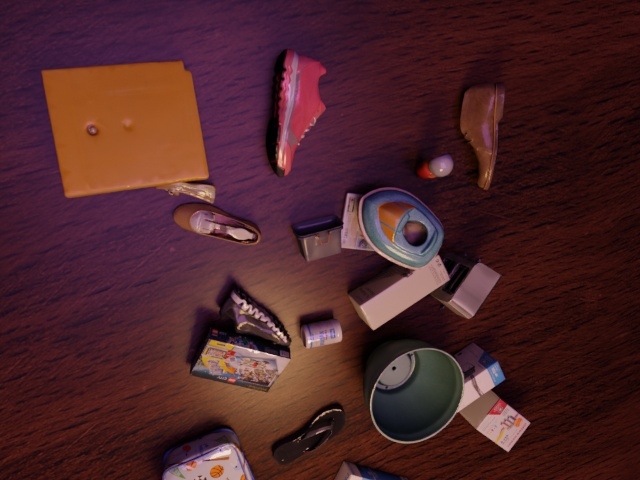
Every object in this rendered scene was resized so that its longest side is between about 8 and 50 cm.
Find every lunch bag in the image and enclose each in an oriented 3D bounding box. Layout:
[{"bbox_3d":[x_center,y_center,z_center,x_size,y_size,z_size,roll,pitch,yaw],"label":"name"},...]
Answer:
[{"bbox_3d":[-0.303,0.705,1.436,0.243,0.115,0.304,-20,107,-14],"label":"lunch bag"}]

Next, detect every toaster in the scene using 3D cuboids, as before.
[{"bbox_3d":[0.415,0.133,1.492,0.110,0.168,0.186,34,90,-19],"label":"toaster"}]

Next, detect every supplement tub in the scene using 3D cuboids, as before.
[{"bbox_3d":[0.002,0.268,1.445,0.107,0.071,0.071,-9,106,-14],"label":"supplement tub"}]

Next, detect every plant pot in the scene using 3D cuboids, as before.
[{"bbox_3d":[0.248,0.414,1.490,0.292,0.196,0.293,-4,104,-16],"label":"plant pot"}]

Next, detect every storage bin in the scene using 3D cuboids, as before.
[{"bbox_3d":[0.000,0.000,1.372,0.135,0.098,0.091,-16,118,-13],"label":"storage bin"}]

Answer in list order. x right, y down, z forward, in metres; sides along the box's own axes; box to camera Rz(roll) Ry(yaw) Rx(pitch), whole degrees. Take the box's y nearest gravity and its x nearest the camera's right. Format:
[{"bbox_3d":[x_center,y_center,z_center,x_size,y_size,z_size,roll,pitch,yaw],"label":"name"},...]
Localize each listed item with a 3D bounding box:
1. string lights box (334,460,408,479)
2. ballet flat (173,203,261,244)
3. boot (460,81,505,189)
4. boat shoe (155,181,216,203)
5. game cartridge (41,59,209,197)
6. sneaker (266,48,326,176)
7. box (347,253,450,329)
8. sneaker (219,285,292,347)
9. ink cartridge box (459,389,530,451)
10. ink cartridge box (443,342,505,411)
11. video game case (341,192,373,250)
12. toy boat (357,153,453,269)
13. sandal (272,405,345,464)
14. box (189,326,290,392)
[{"bbox_3d":[0.167,0.823,1.628,0.259,0.077,0.133,25,94,-21],"label":"string lights box"},{"bbox_3d":[-0.259,-0.041,1.286,0.232,0.073,0.080,13,98,-20],"label":"ballet flat"},{"bbox_3d":[0.461,-0.298,1.454,0.115,0.112,0.306,2,109,13],"label":"boot"},{"bbox_3d":[-0.339,-0.124,1.252,0.152,0.056,0.048,4,97,-26],"label":"boat shoe"},{"bbox_3d":[-0.444,-0.261,1.163,0.323,0.052,0.286,-10,94,-17],"label":"game cartridge"},{"bbox_3d":[-0.053,-0.311,1.263,0.136,0.116,0.314,4,102,-20],"label":"sneaker"},{"bbox_3d":[0.227,0.135,1.462,0.275,0.113,0.094,-32,110,-9],"label":"box"},{"bbox_3d":[-0.184,0.233,1.379,0.106,0.078,0.234,-44,111,4],"label":"sneaker"},{"bbox_3d":[0.575,0.584,1.671,0.176,0.127,0.128,38,90,-23],"label":"ink cartridge box"},{"bbox_3d":[0.459,0.431,1.590,0.190,0.139,0.082,-30,111,-8],"label":"ink cartridge box"},{"bbox_3d":[0.128,-0.051,1.435,0.143,0.019,0.157,6,100,-19],"label":"video game case"},{"bbox_3d":[0.250,-0.095,1.366,0.267,0.148,0.318,30,83,-11],"label":"toy boat"},{"bbox_3d":[-0.024,0.604,1.527,0.254,0.054,0.097,-34,111,-7],"label":"sandal"},{"bbox_3d":[-0.219,0.330,1.371,0.233,0.044,0.159,20,124,-21],"label":"box"}]
